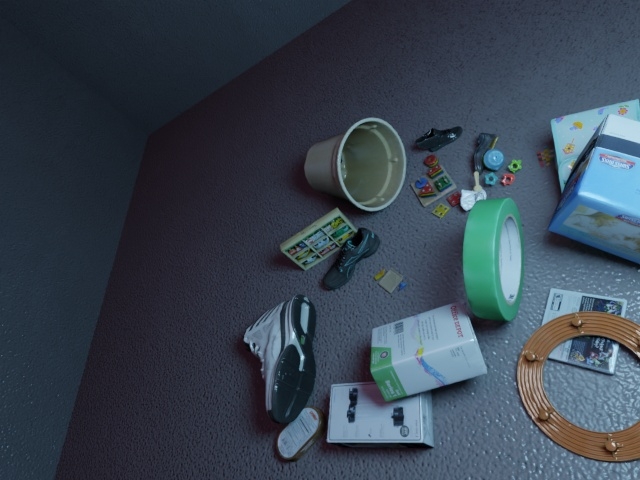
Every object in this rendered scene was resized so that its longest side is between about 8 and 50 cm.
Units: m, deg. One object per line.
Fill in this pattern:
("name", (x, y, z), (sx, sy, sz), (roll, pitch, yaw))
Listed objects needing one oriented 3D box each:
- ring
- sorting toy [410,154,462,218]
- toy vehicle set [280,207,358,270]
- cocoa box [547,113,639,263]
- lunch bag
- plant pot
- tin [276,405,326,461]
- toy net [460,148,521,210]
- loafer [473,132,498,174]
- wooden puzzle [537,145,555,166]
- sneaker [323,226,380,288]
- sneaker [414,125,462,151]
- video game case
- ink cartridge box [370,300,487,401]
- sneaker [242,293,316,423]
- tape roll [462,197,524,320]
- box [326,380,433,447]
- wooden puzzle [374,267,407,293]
("ring", (0.634, 0.326, 1.016), (0.337, 0.032, 0.336), (-19, 57, 31))
("sorting toy", (0.404, -0.200, 1.576), (0.132, 0.046, 0.274), (-32, 46, 16))
("toy vehicle set", (0.000, 0.000, 1.661), (0.267, 0.166, 0.035), (-33, 46, 15))
("cocoa box", (0.764, -0.090, 1.007), (0.347, 0.231, 0.228), (24, 77, 18))
("lunch bag", (0.784, -0.231, 1.229), (0.223, 0.160, 0.262), (-7, 71, 30))
("plant pot", (0.108, -0.288, 1.705), (0.305, 0.334, 0.333), (10, 67, 54))
("tin", (-0.062, 0.609, 1.381), (0.189, 0.040, 0.106), (-47, 48, 0))
("toy net", (0.554, -0.188, 1.450), (0.122, 0.045, 0.232), (35, 93, 6))
("loafer", (0.570, -0.302, 1.510), (0.061, 0.062, 0.170), (5, 68, 33))
("wooden puzzle", (0.727, -0.273, 1.405), (0.049, 0.006, 0.083), (-16, 52, 29))
("sneaker", (0.094, 0.059, 1.594), (0.267, 0.106, 0.101), (-48, 45, 2))
("sneaker", (0.446, -0.393, 1.646), (0.170, 0.089, 0.051), (-33, 46, 16))
("video game case", (0.656, 0.223, 1.105), (0.173, 0.022, 0.190), (8, 65, 41))
("ink cartridge box", (0.285, 0.297, 1.191), (0.278, 0.117, 0.201), (-22, 17, 16))
("sneaker", (-0.159, 0.421, 1.525), (0.257, 0.169, 0.447), (-25, 39, 33))
("tape roll", (0.465, 0.049, 1.156), (0.077, 0.321, 0.321), (-1, 61, 37))
("box", (0.166, 0.494, 1.246), (0.290, 0.087, 0.169), (-16, 53, 29))
("wooden puzzle", (0.240, 0.137, 1.492), (0.078, 0.014, 0.116), (-48, 44, 6))
